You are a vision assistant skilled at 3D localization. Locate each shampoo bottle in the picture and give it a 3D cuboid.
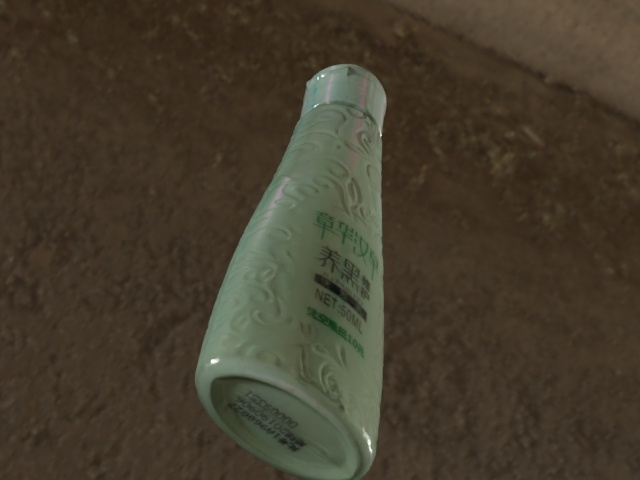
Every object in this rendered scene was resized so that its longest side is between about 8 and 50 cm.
[{"bbox_3d":[0.000,0.000,0.492,0.069,0.041,0.190,35,36,-19],"label":"shampoo bottle"}]
